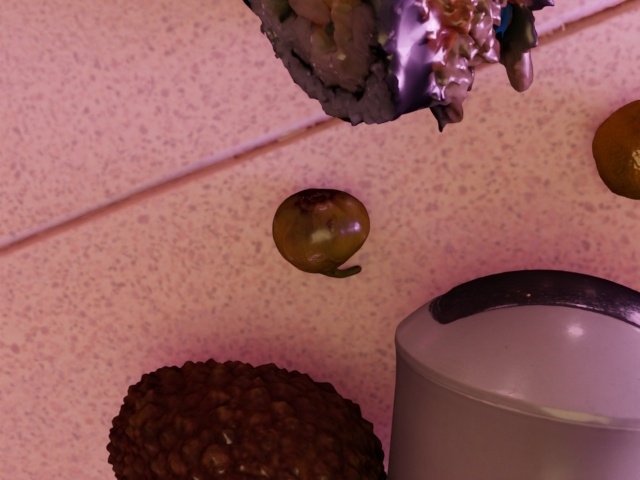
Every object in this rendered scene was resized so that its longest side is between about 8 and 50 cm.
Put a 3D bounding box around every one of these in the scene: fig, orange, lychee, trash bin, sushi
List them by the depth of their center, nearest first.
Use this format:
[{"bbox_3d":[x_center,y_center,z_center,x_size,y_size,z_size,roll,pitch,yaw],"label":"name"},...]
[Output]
[{"bbox_3d":[0.064,-0.219,0.871,0.219,0.225,0.238,-32,145,-14],"label":"sushi"},{"bbox_3d":[0.183,0.239,0.946,0.280,0.280,0.432,7,102,2],"label":"trash bin"},{"bbox_3d":[0.281,-0.079,0.956,0.095,0.085,0.085,-23,105,14],"label":"orange"},{"bbox_3d":[-0.074,0.215,1.005,0.271,0.271,0.271,1,108,4],"label":"lychee"},{"bbox_3d":[0.000,0.000,1.013,0.084,0.082,0.098,-21,127,-24],"label":"fig"}]
